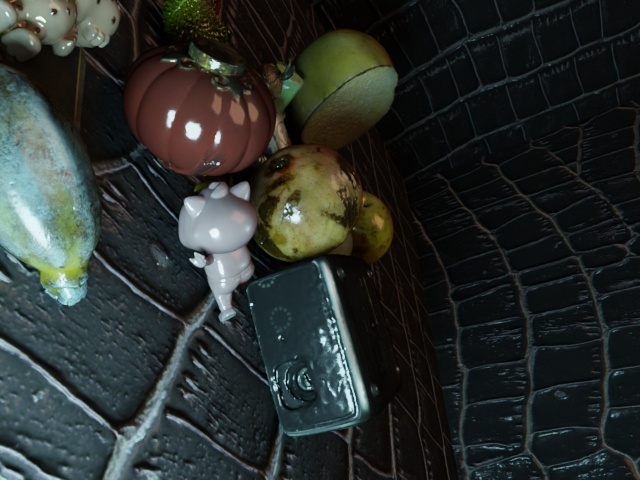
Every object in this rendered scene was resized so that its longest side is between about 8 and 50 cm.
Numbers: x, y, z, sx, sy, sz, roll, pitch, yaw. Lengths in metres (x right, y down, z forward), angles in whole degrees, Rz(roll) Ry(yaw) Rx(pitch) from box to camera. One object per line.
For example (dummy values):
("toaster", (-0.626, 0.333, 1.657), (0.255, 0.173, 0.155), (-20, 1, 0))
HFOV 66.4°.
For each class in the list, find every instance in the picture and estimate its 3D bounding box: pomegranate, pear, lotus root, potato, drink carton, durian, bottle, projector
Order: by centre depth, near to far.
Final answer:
("lotus root", (-0.372, -0.068, 0.647), (0.158, 0.140, 0.322), (-49, 120, -68))
("durian", (-0.322, -0.548, 1.225), (0.159, 0.146, 0.198), (62, 6, -21))
("projector", (0.036, 0.249, 1.264), (0.405, 0.242, 0.395), (11, 60, -68))
("pomegranate", (-0.049, -0.099, 1.267), (0.322, 0.322, 0.322), (52, 26, -40))
("bottle", (-0.151, -0.309, 1.393), (0.097, 0.110, 0.209), (-28, 102, -47))
("drink carton", (-0.136, -0.486, 1.583), (0.144, 0.142, 0.146), (40, 27, -14))
("pear", (0.125, -0.039, 1.740), (0.281, 0.280, 0.281), (52, 26, -40))
("potato", (0.053, -0.584, 1.823), (0.385, 0.442, 0.319), (-2, 60, -57))

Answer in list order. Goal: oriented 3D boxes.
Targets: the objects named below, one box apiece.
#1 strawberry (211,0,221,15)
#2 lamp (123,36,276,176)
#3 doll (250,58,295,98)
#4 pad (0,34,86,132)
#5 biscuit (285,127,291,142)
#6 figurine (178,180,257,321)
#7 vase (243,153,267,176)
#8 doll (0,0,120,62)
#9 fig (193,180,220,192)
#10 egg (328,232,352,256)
("strawberry", (-0.331, -0.688, 1.429), (0.083, 0.083, 0.096), (-81, 153, -53))
("lamp", (-0.239, -0.263, 0.986), (0.303, 0.257, 0.303), (19, 32, -13))
("doll", (-0.167, -0.459, 1.431), (0.115, 0.221, 0.105), (-59, 139, -49))
("pad", (-0.487, -0.356, 0.725), (0.375, 0.063, 0.315), (37, 38, -58))
("biscuit", (-0.157, -0.290, 1.549), (0.205, 0.040, 0.309), (65, 23, -11))
("figurine", (-0.215, 0.012, 1.020), (0.176, 0.186, 0.287), (-33, 131, -31))
("vase", (-0.217, -0.216, 1.255), (0.237, 0.115, 0.116), (1, 71, -73))
("doll", (-0.424, -0.372, 0.777), (0.154, 0.119, 0.278), (61, 21, -22))
("fig", (-0.247, -0.103, 1.109), (0.088, 0.074, 0.074), (28, 39, -23))
("egg", (0.000, 0.000, 1.482), (0.217, 0.183, 0.183), (41, 34, -66))
